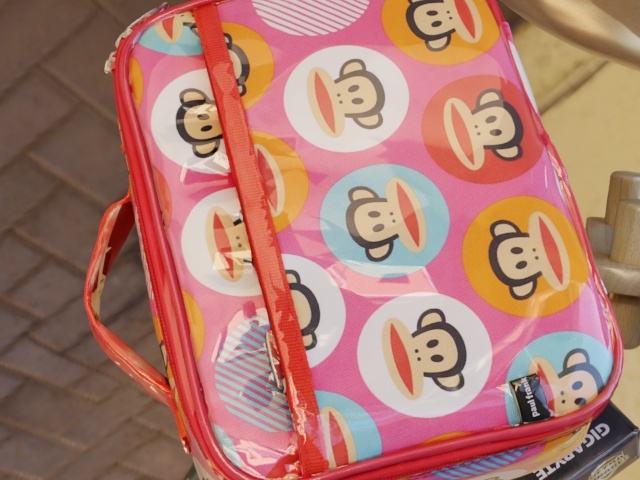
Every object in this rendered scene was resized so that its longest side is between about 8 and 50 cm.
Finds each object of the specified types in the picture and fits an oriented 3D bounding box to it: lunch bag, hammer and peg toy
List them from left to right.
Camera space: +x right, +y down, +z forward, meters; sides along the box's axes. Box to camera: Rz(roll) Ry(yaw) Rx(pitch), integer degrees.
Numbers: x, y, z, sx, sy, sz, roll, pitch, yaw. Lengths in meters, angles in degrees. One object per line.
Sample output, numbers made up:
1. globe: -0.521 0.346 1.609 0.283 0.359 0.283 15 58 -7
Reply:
1. lunch bag: 0.000 0.000 0.708 0.258 0.293 0.120 -13 157 -7
2. hammer and peg toy: 0.357 0.036 1.105 0.361 0.266 0.127 -47 144 -76

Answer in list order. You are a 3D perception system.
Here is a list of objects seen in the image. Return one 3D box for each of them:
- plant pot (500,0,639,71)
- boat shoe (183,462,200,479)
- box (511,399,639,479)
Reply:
1. plant pot: 0.237 -0.218 0.854 0.284 0.191 0.284 -36 -178 2
2. boat shoe: -0.110 0.292 1.433 0.119 0.335 0.121 -10 157 -8
3. box: 0.135 0.197 1.411 0.296 0.293 0.073 -32 141 -10
